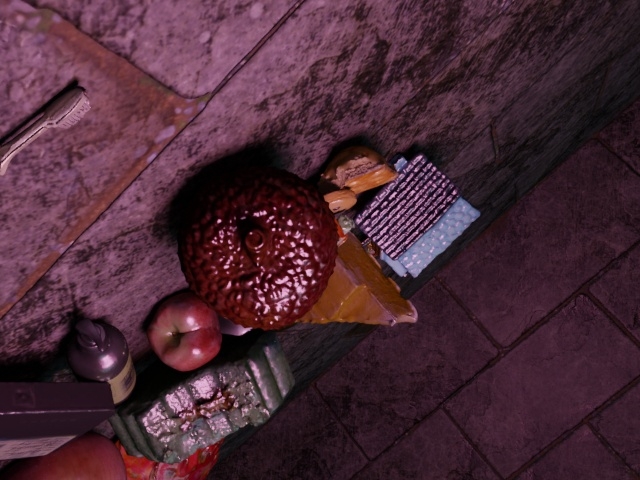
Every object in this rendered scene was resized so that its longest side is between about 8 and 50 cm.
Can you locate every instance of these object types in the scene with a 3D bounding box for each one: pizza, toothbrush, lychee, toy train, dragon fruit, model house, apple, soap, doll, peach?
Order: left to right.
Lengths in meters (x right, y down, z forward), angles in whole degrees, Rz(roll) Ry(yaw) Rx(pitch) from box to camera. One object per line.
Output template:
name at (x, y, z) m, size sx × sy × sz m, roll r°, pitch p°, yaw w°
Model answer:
toothbrush at (-0.351, -0.059, 0.579) m, size 0.294 × 0.026 × 0.028 m, roll -39°, pitch 162°, yaw -2°
apple at (-0.585, 0.590, 1.302) m, size 0.306 × 0.235 × 0.306 m, roll -35°, pitch 163°, yaw -13°
dragon fruit at (-0.446, 0.634, 1.693) m, size 0.371 × 0.249 × 0.386 m, roll -43°, pitch 164°, yaw -5°
peach at (-0.260, 0.177, 1.137) m, size 0.152 × 0.152 × 0.152 m, roll -35°, pitch 161°, yaw -14°
lychee at (-0.096, 0.009, 0.899) m, size 0.260 × 0.260 × 0.260 m, roll -35°, pitch 161°, yaw -14°
toy train at (0.000, 0.000, 1.113) m, size 0.118 × 0.074 × 0.176 m, roll -23°, pitch 168°, yaw -35°
soap at (0.040, 0.190, 1.475) m, size 0.169 × 0.304 × 0.339 m, roll -12°, pitch 147°, yaw -48°
pizza at (0.079, -0.142, 1.126) m, size 0.204 × 0.080 × 0.188 m, roll -21°, pitch 171°, yaw -21°
doll at (0.123, 0.029, 1.660) m, size 0.169 × 0.057 × 0.109 m, roll -23°, pitch 141°, yaw -9°
model house at (0.193, -0.081, 1.394) m, size 0.261 × 0.226 × 0.241 m, roll -46°, pitch 124°, yaw 9°

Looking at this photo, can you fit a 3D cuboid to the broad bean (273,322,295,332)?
broad bean at (-0.140, 0.239, 1.622) m, size 0.077 × 0.061 × 0.339 m, roll -37°, pitch 165°, yaw 31°

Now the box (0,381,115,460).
box at (-0.514, 0.283, 0.865) m, size 0.211 × 0.058 × 0.350 m, roll -33°, pitch 153°, yaw 20°

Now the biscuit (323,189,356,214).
biscuit at (-0.037, -0.041, 1.102) m, size 0.234 × 0.030 × 0.153 m, roll -23°, pitch 169°, yaw 20°

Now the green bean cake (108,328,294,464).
green bean cake at (-0.245, 0.326, 1.192) m, size 0.300 × 0.169 × 0.308 m, roll -9°, pitch -161°, yaw 36°

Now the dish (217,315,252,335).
dish at (-0.136, 0.120, 1.278) m, size 0.243 × 0.080 × 0.182 m, roll -29°, pitch -168°, yaw -33°

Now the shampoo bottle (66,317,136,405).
shampoo bottle at (-0.392, 0.213, 1.012) m, size 0.101 × 0.101 × 0.284 m, roll -30°, pitch 159°, yaw -27°

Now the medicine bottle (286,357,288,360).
medicine bottle at (-0.215, 0.468, 1.929) m, size 0.222 × 0.112 × 0.149 m, roll -46°, pitch 161°, yaw 19°
